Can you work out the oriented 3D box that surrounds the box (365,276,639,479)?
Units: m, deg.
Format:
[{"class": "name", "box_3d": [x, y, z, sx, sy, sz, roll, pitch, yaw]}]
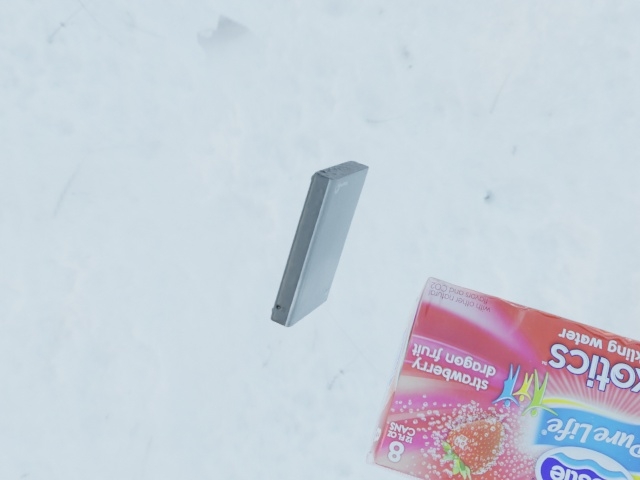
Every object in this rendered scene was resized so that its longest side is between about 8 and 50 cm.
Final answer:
[{"class": "box", "box_3d": [0.170, 0.130, 0.553, 0.257, 0.122, 0.128, 18, 76, 5]}]

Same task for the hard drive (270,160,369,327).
[{"class": "hard drive", "box_3d": [0.000, 0.000, 0.711, 0.022, 0.094, 0.135, 22, 109, 16]}]
